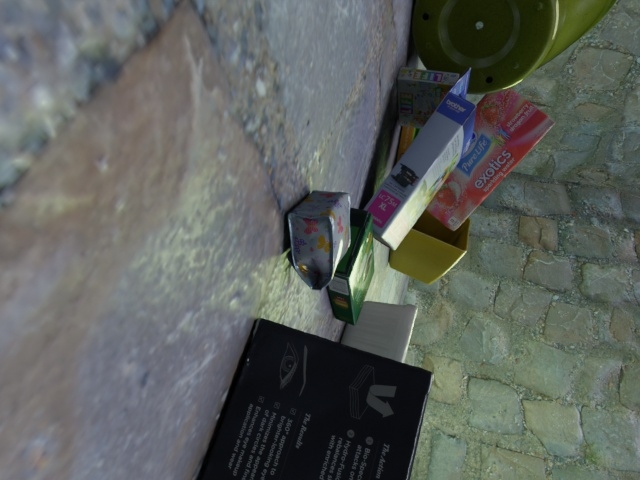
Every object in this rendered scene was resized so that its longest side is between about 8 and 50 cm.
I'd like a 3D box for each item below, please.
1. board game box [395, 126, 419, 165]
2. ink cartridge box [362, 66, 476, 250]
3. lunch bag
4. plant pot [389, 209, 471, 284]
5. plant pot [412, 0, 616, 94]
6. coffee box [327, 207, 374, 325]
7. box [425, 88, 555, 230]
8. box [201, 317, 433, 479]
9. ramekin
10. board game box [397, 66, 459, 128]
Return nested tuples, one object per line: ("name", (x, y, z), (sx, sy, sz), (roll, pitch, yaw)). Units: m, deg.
("board game box", (0.212, -0.236, 0.967), (0.124, 0.039, 0.259), (-53, 151, -53))
("ink cartridge box", (0.193, -0.130, 0.744), (0.311, 0.065, 0.186), (-57, 161, 2))
("lunch bag", (0.000, 0.000, 0.409), (0.071, 0.053, 0.083), (-55, 144, -58))
("plant pot", (0.328, 0.008, 1.298), (0.212, 0.212, 0.187), (-55, 167, -52))
("plant pot", (0.349, -0.461, 0.771), (0.353, 0.367, 0.366), (-51, 152, -32))
("coffee box", (0.049, 0.048, 0.636), (0.184, 0.041, 0.113), (75, 33, -59))
("box", (0.344, -0.181, 0.928), (0.300, 0.154, 0.142), (-49, 171, 13))
("box", (0.002, 0.170, 0.360), (0.093, 0.159, 0.155), (62, 44, -67))
("ramekin", (0.113, 0.253, 0.872), (0.273, 0.127, 0.272), (14, 90, -75))
("board game box", (0.203, -0.266, 0.786), (0.154, 0.104, 0.026), (53, 53, -69))
